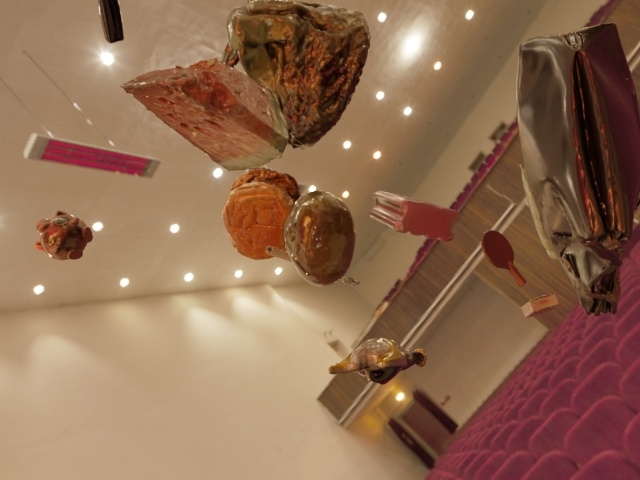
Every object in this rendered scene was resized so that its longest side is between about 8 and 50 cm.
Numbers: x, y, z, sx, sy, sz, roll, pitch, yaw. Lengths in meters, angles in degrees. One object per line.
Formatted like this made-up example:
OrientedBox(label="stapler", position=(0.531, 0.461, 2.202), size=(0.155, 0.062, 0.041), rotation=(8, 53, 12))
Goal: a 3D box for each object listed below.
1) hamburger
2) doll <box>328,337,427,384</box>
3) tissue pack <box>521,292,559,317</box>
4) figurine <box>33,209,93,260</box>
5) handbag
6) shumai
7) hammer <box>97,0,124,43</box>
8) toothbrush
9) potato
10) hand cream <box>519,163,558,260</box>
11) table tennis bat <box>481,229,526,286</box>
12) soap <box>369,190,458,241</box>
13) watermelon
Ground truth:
OrientedBox(label="hamburger", position=(-0.164, -0.076, 1.517), size=(0.244, 0.244, 0.163), rotation=(-67, -4, 37))
OrientedBox(label="doll", position=(0.157, 0.284, 1.256), size=(0.316, 0.145, 0.103), rotation=(16, -92, -54))
OrientedBox(label="tissue pack", position=(0.502, 0.149, 1.213), size=(0.063, 0.035, 0.083), rotation=(-16, -20, 2))
OrientedBox(label="figurine", position=(-0.666, -0.011, 1.375), size=(0.125, 0.138, 0.125), rotation=(-55, -22, -34))
OrientedBox(label="handbag", position=(0.348, -0.075, 0.691), size=(0.342, 0.152, 0.288), rotation=(46, -138, -54))
OrientedBox(label="shumai", position=(-0.089, -0.468, 1.361), size=(0.348, 0.395, 0.395), rotation=(24, -69, -29))
OrientedBox(label="hammer", position=(-0.369, -0.457, 0.885), size=(0.037, 0.137, 0.290), rotation=(3, -37, -7))
OrientedBox(label="toothbrush", position=(-0.020, 0.074, 1.465), size=(0.303, 0.030, 0.030), rotation=(22, -66, -25))
OrientedBox(label="potato", position=(0.000, 0.000, 1.136), size=(0.235, 0.160, 0.178), rotation=(88, -157, -58))
OrientedBox(label="hand cream", position=(0.642, -0.070, 1.515), size=(0.093, 0.306, 0.147), rotation=(-27, 27, 26))
OrientedBox(label="table tennis bat", position=(0.439, 0.042, 1.265), size=(0.098, 0.155, 0.019), rotation=(-31, -6, -37))
OrientedBox(label="soap", position=(0.185, -0.053, 1.087), size=(0.203, 0.122, 0.066), rotation=(-137, 58, -75))
OrientedBox(label="watermelon", position=(-0.179, -0.218, 0.849), size=(0.256, 0.192, 0.140), rotation=(22, -113, -43))
